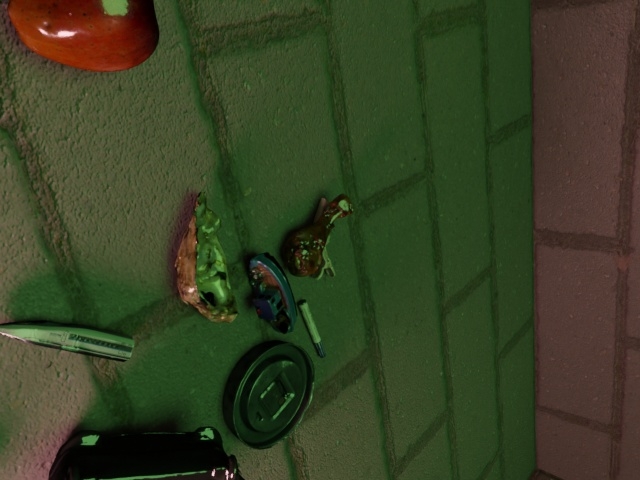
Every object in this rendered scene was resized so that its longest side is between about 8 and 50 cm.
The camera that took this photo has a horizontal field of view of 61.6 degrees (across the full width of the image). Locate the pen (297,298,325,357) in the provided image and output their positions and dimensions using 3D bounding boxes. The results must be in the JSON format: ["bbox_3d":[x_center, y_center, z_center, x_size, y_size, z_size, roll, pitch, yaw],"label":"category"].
[{"bbox_3d":[-0.021,0.245,1.479,0.025,0.025,0.204,-41,127,-33],"label":"pen"}]

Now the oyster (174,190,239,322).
[{"bbox_3d":[-0.250,0.043,1.160,0.166,0.094,0.294,-7,94,-65],"label":"oyster"}]

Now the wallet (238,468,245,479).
[{"bbox_3d":[-0.213,0.542,1.172,0.031,0.255,0.137,6,95,-37],"label":"wallet"}]

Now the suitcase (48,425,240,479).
[{"bbox_3d":[-0.347,0.542,1.032,0.346,0.188,0.339,8,95,-30],"label":"suitcase"}]

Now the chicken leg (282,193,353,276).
[{"bbox_3d":[-0.004,-0.017,1.376,0.251,0.087,0.107,-52,130,-16],"label":"chicken leg"}]

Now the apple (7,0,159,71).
[{"bbox_3d":[-0.364,-0.382,0.844,0.234,0.234,0.233,-13,108,-45],"label":"apple"}]

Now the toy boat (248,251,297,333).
[{"bbox_3d":[-0.124,0.133,1.290,0.097,0.100,0.223,-49,130,-46],"label":"toy boat"}]

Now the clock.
[{"bbox_3d":[-0.127,0.391,1.375,0.281,0.056,0.280,-13,109,-45],"label":"clock"}]

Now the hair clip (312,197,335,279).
[{"bbox_3d":[0.000,0.000,1.440,0.072,0.034,0.225,-19,111,-40],"label":"hair clip"}]

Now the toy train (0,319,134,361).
[{"bbox_3d":[-0.459,0.171,0.972,0.252,0.055,0.048,29,78,-47],"label":"toy train"}]
